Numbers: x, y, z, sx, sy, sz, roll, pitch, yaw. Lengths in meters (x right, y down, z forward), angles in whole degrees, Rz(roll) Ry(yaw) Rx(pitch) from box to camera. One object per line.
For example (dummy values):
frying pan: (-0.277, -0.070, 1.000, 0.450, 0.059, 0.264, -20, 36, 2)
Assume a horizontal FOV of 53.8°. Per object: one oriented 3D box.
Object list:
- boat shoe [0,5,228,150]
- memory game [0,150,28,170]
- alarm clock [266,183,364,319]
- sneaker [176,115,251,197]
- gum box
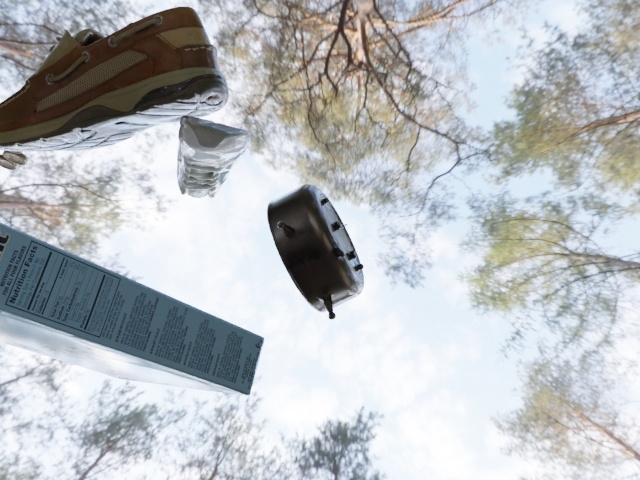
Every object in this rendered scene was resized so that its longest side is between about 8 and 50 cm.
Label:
boat shoe: (-0.255, -0.178, 0.724, 0.324, 0.122, 0.120, -10, -88, 20)
memory game: (-0.520, -0.156, 0.919, 0.186, 0.186, 0.012, 13, -114, 2)
alarm clock: (0.000, 0.000, 0.675, 0.064, 0.192, 0.129, -27, -77, 8)
sneaker: (-0.090, -0.063, 0.506, 0.053, 0.152, 0.061, 14, -91, -11)
gum box: (-0.154, 0.048, 0.385, 0.157, 0.184, 0.041, -6, -118, 42)
